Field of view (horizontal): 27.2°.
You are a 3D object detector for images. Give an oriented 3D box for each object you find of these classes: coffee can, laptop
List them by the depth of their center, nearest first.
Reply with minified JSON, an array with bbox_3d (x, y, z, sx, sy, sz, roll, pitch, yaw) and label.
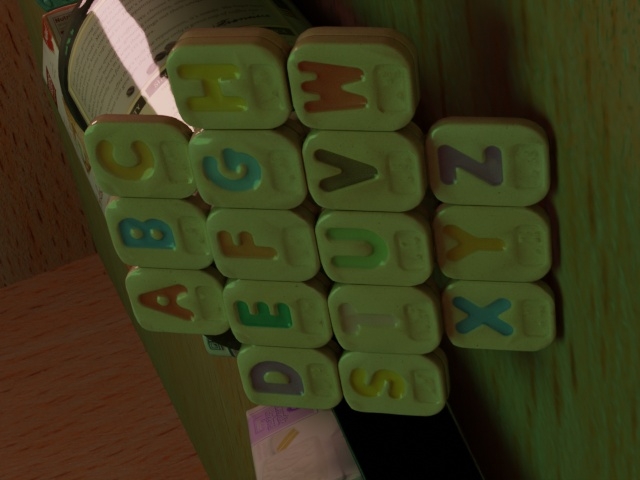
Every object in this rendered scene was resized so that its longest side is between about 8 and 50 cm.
[{"bbox_3d":[-0.063,-0.078,0.991,0.275,0.202,0.201,-125,20,-46],"label":"coffee can"},{"bbox_3d":[0.048,0.189,1.093,0.234,0.137,0.264,65,156,18],"label":"laptop"}]

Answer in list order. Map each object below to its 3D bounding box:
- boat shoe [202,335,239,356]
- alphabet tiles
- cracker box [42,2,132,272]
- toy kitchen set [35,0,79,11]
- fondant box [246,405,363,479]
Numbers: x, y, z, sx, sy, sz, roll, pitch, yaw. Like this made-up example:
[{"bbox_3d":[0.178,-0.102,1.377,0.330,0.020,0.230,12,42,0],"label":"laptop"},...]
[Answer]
[{"bbox_3d":[-0.021,0.046,1.159,0.258,0.084,0.095,-47,-44,-65],"label":"boat shoe"},{"bbox_3d":[0.000,0.000,0.797,0.021,0.278,0.284,-69,-23,-48],"label":"alphabet tiles"},{"bbox_3d":[-0.185,-0.089,1.221,0.232,0.067,0.156,66,164,8],"label":"cracker box"},{"bbox_3d":[-0.347,-0.369,1.599,0.166,0.122,0.207,-5,134,43],"label":"toy kitchen set"},{"bbox_3d":[0.049,0.313,1.196,0.238,0.096,0.330,-115,1,-75],"label":"fondant box"}]
